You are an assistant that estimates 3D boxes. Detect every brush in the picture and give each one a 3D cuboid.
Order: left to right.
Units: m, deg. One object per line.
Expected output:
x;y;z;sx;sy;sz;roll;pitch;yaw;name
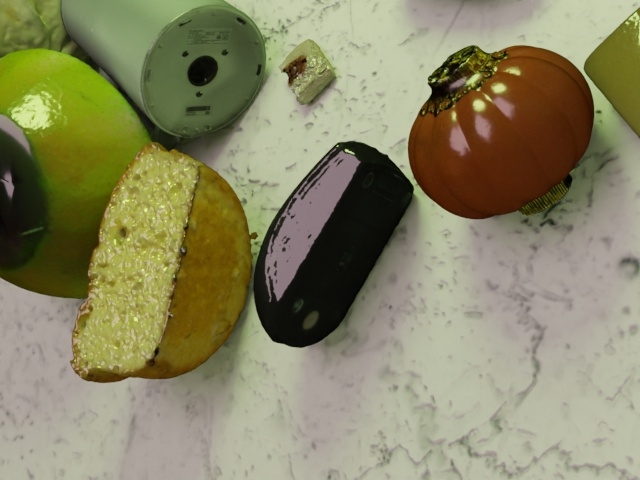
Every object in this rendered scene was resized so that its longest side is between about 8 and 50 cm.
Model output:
0.386;-0.166;1.365;0.123;0.059;0.197;-43;51;17;brush

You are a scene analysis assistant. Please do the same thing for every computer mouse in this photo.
0.000;0.000;1.569;0.100;0.170;0.269;33;95;29;computer mouse

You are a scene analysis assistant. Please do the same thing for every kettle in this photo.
-0.240;-0.291;1.911;0.205;0.265;0.318;-36;46;-14;kettle

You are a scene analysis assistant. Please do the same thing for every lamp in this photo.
0.202;-0.124;1.419;0.223;0.196;0.223;-36;15;11;lamp

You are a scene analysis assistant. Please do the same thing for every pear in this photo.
-0.428;-0.076;1.849;0.399;0.165;0.399;10;113;25;pear

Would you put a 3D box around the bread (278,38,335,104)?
-0.019;-0.241;1.775;0.070;0.035;0.083;-41;48;22;bread

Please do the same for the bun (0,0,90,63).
-0.493;-0.320;2.059;0.213;0.361;0.361;35;99;22;bun

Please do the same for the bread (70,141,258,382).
-0.199;0.048;1.730;0.194;0.179;0.340;1;72;40;bread
